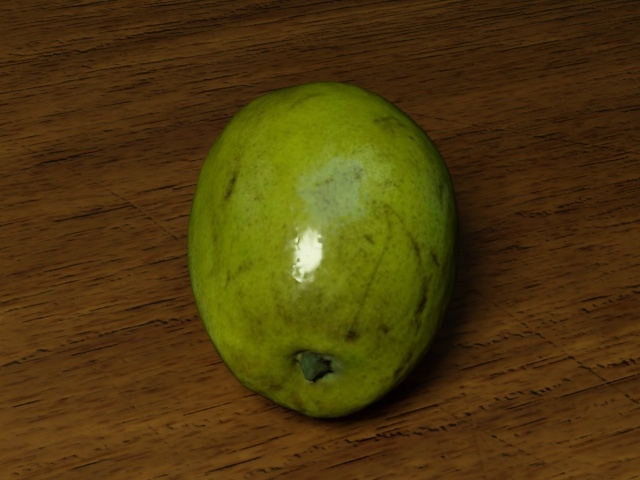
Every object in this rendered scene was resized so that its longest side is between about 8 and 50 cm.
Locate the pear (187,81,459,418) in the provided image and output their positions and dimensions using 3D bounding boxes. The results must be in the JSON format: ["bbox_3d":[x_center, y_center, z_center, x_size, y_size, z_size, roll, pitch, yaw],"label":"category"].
[{"bbox_3d":[0.000,0.000,1.102,0.253,0.253,0.307,6,46,2],"label":"pear"}]
